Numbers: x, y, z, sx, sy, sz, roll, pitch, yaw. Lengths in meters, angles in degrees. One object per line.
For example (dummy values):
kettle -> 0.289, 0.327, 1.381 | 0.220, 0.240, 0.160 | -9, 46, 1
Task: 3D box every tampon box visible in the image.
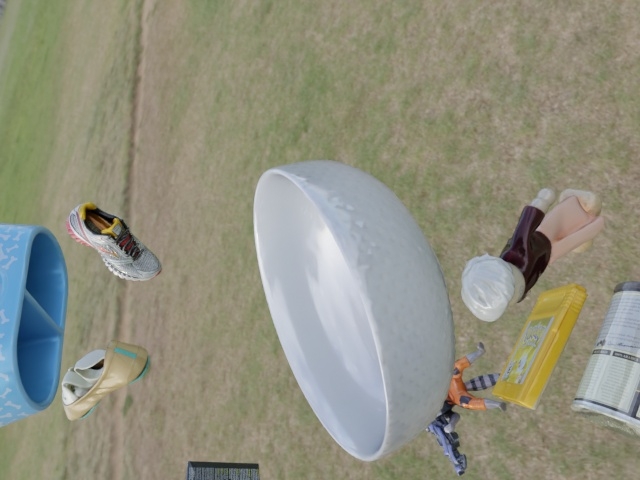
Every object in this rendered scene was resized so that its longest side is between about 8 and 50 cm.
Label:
tampon box -> -0.221, 0.567, 1.302 | 0.101, 0.161, 0.120 | -104, 25, -58

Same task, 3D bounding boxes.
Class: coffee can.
coffee can -> 0.647, 0.248, 1.179 | 0.201, 0.201, 0.275 | 6, 66, 59

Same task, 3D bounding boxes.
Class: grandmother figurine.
grandmother figurine -> 0.335, 0.018, 0.928 | 0.104, 0.342, 0.208 | 17, 125, 41

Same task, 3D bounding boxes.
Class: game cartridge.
game cartridge -> 0.558, 0.268, 1.521 | 0.324, 0.052, 0.285 | -63, -7, -8

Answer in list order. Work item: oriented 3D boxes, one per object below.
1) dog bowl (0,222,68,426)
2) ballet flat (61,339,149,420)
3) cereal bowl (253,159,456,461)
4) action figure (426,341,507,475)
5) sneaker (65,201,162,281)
dog bowl -> -0.409, 0.105, 0.802 | 0.166, 0.074, 0.297 | 86, 174, -54
ballet flat -> -0.348, 0.207, 0.900 | 0.232, 0.073, 0.080 | -35, 36, 32
cereal bowl -> 0.046, 0.063, 0.684 | 0.339, 0.141, 0.339 | 52, 152, 43
action figure -> 0.415, 0.509, 1.785 | 0.330, 0.178, 0.341 | -36, 68, 35
sneaker -> -0.438, 0.006, 1.265 | 0.092, 0.225, 0.088 | -37, 21, 49
